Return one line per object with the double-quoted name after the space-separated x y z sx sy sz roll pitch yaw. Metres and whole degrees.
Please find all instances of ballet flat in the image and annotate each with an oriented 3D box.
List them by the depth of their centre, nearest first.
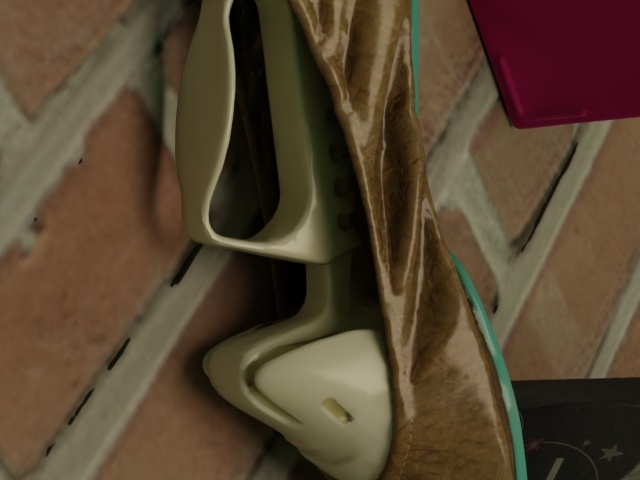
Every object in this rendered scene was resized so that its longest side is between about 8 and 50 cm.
0.000 0.000 0.873 0.124 0.116 0.342 -17 103 -34 "ballet flat"

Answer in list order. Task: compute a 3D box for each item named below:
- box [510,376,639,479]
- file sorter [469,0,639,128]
0.167 0.165 0.968 0.163 0.247 0.142 -54 127 -42 "box"
0.232 -0.203 1.048 0.182 0.290 0.202 -54 130 -46 "file sorter"
